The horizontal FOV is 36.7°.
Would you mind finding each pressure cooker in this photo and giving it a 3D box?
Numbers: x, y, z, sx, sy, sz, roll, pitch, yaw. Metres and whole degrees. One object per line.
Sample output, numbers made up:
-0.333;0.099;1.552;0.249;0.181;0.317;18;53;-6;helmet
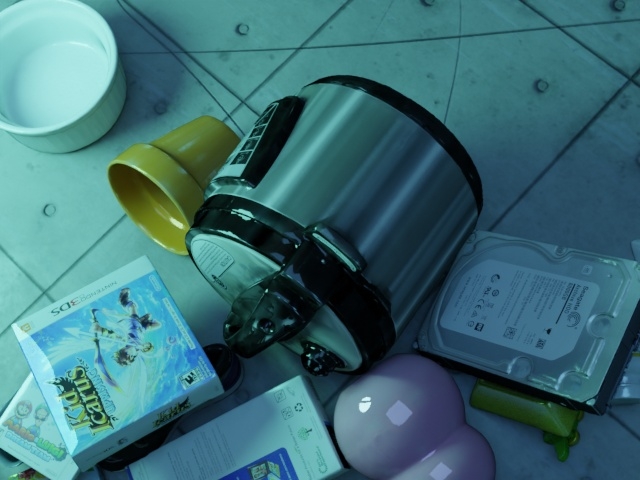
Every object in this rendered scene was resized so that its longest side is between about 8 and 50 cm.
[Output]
0.005;0.003;1.473;0.375;0.370;0.420;22;65;35;pressure cooker

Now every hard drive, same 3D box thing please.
0.329;0.117;1.501;0.339;0.064;0.237;15;71;44;hard drive

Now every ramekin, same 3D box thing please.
-0.490;-0.295;1.770;0.277;0.135;0.277;-1;71;4;ramekin

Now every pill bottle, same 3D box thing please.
0.474;0.165;1.540;0.103;0.103;0.184;-1;71;5;pill bottle

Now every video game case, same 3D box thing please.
-0.423;0.290;1.525;0.157;0.019;0.143;27;75;13;video game case
-0.320;0.183;1.507;0.244;0.061;0.269;-29;57;-12;video game case

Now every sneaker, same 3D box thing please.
-0.260;0.258;1.561;0.283;0.124;0.107;-39;72;-8;sneaker

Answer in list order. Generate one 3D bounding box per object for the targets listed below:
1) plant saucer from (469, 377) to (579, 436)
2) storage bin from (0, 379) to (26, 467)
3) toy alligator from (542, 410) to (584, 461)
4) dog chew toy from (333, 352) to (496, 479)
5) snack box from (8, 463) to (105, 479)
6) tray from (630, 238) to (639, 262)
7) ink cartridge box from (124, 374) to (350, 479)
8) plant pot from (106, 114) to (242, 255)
0.335;0.192;1.523;0.188;0.045;0.188;12;69;44;plant saucer
-0.468;0.307;1.581;0.098;0.091;0.135;34;78;14;storage bin
0.388;0.263;1.545;0.051;0.056;0.190;-11;52;46;toy alligator
0.169;0.337;1.465;0.206;0.206;0.332;-36;80;-7;dog chew toy
-0.423;0.406;1.571;0.141;0.037;0.100;-23;72;-3;snack box
0.670;0.035;1.607;0.270;0.030;0.145;-12;69;1;tray
-0.134;0.360;1.527;0.332;0.065;0.165;-27;70;8;ink cartridge box
-0.229;-0.111;1.663;0.205;0.205;0.188;36;61;15;plant pot
